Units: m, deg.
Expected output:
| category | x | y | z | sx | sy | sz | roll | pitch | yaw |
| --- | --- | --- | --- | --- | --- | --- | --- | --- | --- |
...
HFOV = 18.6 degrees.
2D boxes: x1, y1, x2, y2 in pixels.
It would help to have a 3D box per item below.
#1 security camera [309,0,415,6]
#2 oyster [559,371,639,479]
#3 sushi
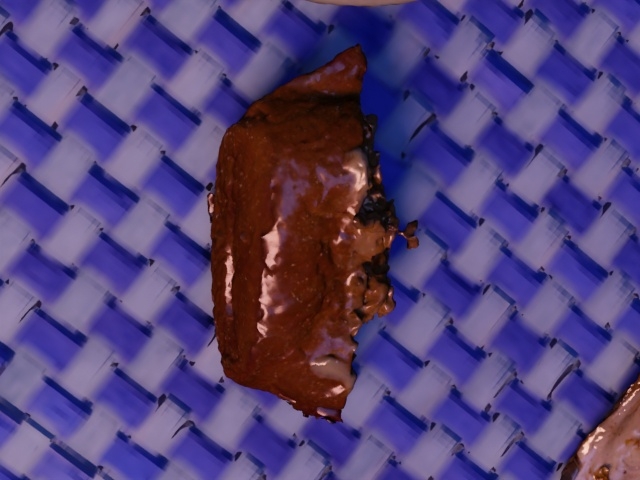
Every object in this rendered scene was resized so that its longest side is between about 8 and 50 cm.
| category | x | y | z | sx | sy | sz | roll | pitch | yaw |
| --- | --- | --- | --- | --- | --- | --- | --- | --- | --- |
| security camera | -0.004 | -0.217 | 0.564 | 0.157 | 0.080 | 0.301 | -19 | 112 | -12 |
| oyster | 0.111 | 0.079 | 0.656 | 0.051 | 0.034 | 0.093 | 33 | 102 | 0 |
| sushi | -0.001 | -0.001 | 0.608 | 0.060 | 0.061 | 0.118 | -3 | 119 | -21 |
